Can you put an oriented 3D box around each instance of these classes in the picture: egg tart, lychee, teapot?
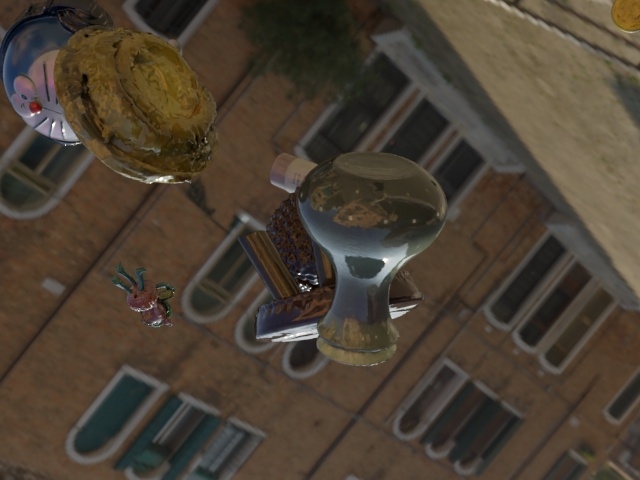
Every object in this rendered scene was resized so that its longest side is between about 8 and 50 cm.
[{"bbox_3d":[-0.250,-0.207,1.325,0.279,0.095,0.279,25,-130,-34],"label":"egg tart"},{"bbox_3d":[0.000,0.000,1.887,0.267,0.267,0.267,39,-178,-1],"label":"lychee"},{"bbox_3d":[0.057,0.024,1.138,0.183,0.251,0.183,4,-157,-2],"label":"teapot"}]

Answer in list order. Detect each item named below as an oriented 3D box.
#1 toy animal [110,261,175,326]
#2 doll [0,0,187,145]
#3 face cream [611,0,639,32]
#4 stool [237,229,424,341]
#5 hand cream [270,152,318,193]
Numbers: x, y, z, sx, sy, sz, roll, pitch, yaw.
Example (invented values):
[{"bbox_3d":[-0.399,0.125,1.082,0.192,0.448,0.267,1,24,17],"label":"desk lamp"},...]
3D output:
[{"bbox_3d":[-0.373,0.117,1.993,0.100,0.103,0.208,36,164,34],"label":"toy animal"},{"bbox_3d":[-0.385,-0.269,1.542,0.310,0.284,0.240,12,-137,-5],"label":"doll"},{"bbox_3d":[0.622,-0.450,1.811,0.078,0.078,0.273,39,-158,8],"label":"face cream"},{"bbox_3d":[0.014,0.052,1.436,0.272,0.272,0.178,33,-136,-75],"label":"stool"},{"bbox_3d":[0.007,-0.120,2.100,0.248,0.083,0.133,23,144,22],"label":"hand cream"}]
